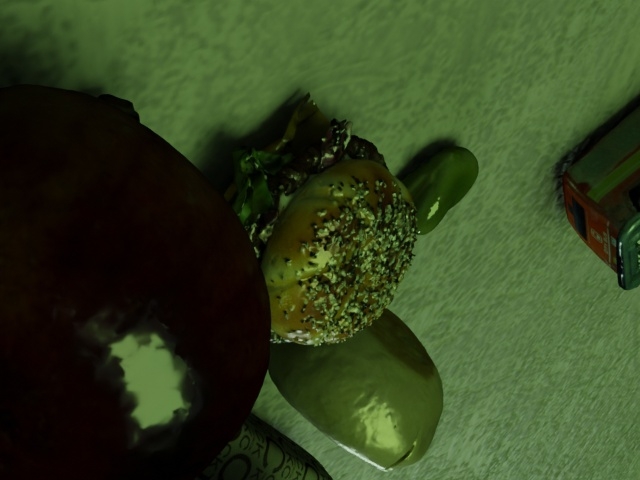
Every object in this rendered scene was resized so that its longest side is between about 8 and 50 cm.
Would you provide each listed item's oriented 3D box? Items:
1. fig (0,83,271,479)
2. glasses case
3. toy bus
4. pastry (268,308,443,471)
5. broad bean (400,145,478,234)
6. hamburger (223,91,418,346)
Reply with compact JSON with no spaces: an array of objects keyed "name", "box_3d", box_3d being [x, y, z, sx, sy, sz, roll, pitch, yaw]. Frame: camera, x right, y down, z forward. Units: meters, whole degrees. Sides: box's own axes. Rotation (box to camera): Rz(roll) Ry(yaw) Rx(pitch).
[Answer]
[{"name":"fig","box_3d":[-0.141,0.037,0.627,0.235,0.235,0.214,-46,-174,3]},{"name":"glasses case","box_3d":[-0.090,0.203,0.998,0.137,0.085,0.354,-46,148,-1]},{"name":"toy bus","box_3d":[0.346,-0.083,1.126,0.265,0.120,0.121,-39,148,-8]},{"name":"pastry","box_3d":[0.033,0.108,0.966,0.092,0.156,0.156,-48,149,19]},{"name":"broad bean","box_3d":[0.092,-0.042,0.961,0.083,0.045,0.063,-41,151,-20]},{"name":"hamburger","box_3d":[-0.003,0.000,0.827,0.164,0.093,0.189,-61,144,-3]}]
